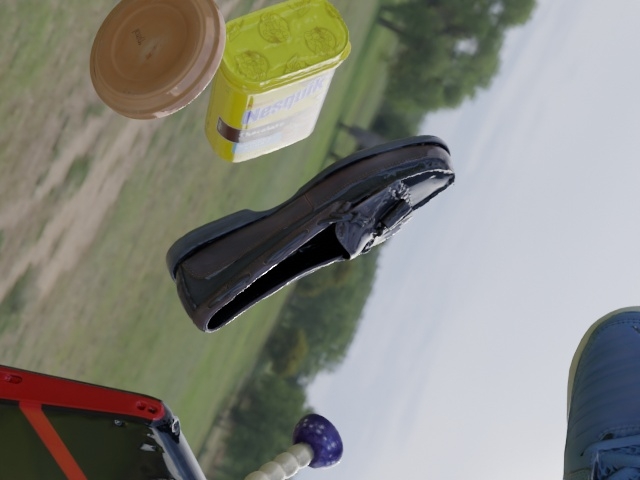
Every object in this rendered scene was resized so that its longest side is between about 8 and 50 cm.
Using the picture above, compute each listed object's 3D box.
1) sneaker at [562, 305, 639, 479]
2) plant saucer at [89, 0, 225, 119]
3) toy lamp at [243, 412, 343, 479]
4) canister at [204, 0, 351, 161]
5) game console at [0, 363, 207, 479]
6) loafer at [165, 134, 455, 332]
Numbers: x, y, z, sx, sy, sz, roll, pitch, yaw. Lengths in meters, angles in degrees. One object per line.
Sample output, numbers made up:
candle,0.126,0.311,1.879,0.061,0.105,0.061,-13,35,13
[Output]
sneaker,0.102,0.100,0.336,0.080,0.081,0.211,-20,-133,21
plant saucer,-0.092,-0.107,0.685,0.083,0.084,0.013,-66,151,-10
toy lamp,-0.081,0.279,1.369,0.275,0.080,0.080,-28,152,-46
canister,-0.048,-0.152,1.207,0.126,0.073,0.170,-22,163,-19
game console,-0.286,0.276,1.506,0.386,0.342,0.060,73,28,-49
loafer,0.000,0.000,1.207,0.109,0.303,0.095,61,6,-57
